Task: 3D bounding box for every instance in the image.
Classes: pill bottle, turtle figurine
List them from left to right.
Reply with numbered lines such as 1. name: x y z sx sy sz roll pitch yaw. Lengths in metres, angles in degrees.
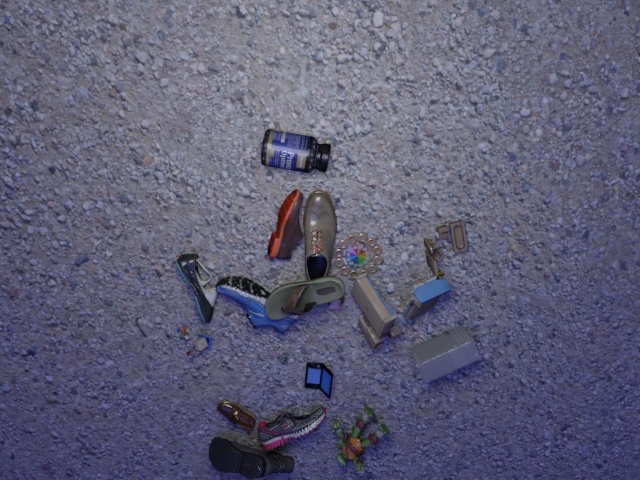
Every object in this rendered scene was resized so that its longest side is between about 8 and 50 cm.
1. pill bottle: -0.080 -0.293 1.406 0.220 0.122 0.122 9 107 -3
2. turtle figurine: 0.132 0.821 1.711 0.275 0.198 0.266 40 94 -29

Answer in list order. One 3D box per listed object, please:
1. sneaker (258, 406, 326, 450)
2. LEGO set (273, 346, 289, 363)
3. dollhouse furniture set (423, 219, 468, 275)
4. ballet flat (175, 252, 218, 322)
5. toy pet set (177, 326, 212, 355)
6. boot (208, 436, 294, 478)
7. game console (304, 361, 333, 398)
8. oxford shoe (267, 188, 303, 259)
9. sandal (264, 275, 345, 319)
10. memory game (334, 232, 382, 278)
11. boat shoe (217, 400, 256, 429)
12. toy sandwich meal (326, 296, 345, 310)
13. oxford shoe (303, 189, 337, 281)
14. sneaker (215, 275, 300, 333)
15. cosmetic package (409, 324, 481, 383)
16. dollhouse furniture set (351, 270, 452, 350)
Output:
1. sneaker: -0.117 0.760 1.747 0.300 0.121 0.111 -23 76 -1
2. LEGO set: -0.157 0.467 1.696 0.083 0.023 0.054 38 104 -11
3. dollhouse furniture set: 0.459 0.024 1.507 0.152 0.123 0.143 -13 107 4
4. ballet flat: -0.439 0.174 1.571 0.096 0.095 0.280 -22 107 -6
5. toy pet set: -0.488 0.388 1.665 0.114 0.065 0.122 -5 108 38
6. boot: -0.293 0.920 1.776 0.223 0.339 0.118 31 69 -48
7. game console: -0.009 0.563 1.703 0.108 0.071 0.122 6 107 -2
8. oxford shoe: -0.105 -0.055 1.507 0.099 0.096 0.271 14 115 -21
9. sandal: -0.062 0.203 1.463 0.303 0.086 0.120 -21 111 15
10. memory game: 0.141 0.059 1.575 0.187 0.012 0.186 0 108 0
11. boat shoe: -0.349 0.730 1.760 0.178 0.060 0.064 31 105 -9
12. toy sandwich meal: 0.055 0.228 1.619 0.086 0.029 0.085 0 108 0
13. oxford shoe: 0.000 0.000 1.493 0.123 0.130 0.347 -2 108 0
14. sneaker: -0.247 0.251 1.574 0.330 0.129 0.147 30 103 -9
15. cosmetic package: 0.479 0.440 1.639 0.238 0.127 0.107 -25 106 6
16. dollhouse furniture set: 0.296 0.218 1.594 0.304 0.198 0.286 -20 149 -18
